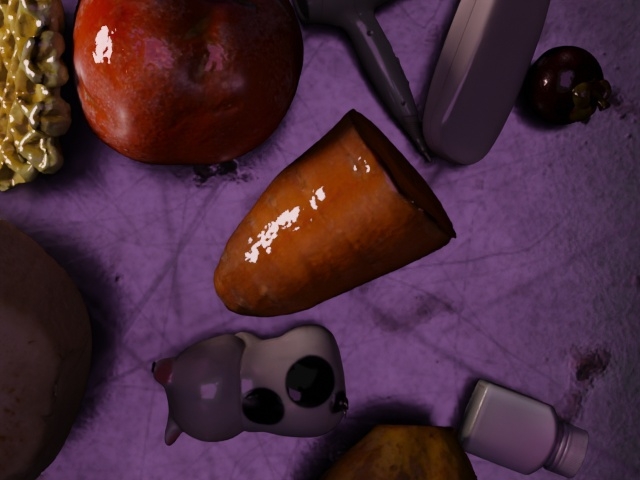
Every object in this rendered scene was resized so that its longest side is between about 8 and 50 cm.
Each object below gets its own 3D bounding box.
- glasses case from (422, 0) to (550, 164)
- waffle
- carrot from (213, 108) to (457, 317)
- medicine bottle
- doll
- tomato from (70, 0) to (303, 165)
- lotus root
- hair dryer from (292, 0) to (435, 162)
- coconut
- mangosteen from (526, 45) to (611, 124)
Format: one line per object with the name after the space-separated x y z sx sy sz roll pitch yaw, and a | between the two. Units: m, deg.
0.167 -0.188 1.101 0.092 0.059 0.233 22 88 -43 | glasses case
-0.285 -0.159 1.038 0.054 0.204 0.223 -1 86 -37 | waffle
0.000 0.000 1.069 0.225 0.159 0.159 -39 91 7 | carrot
0.203 0.193 1.112 0.118 0.055 0.074 20 87 -1 | medicine bottle
-0.063 0.141 1.077 0.181 0.107 0.110 -2 110 3 | doll
-0.125 -0.169 1.031 0.232 0.232 0.188 32 128 -2 | tomato
0.053 0.305 1.043 0.193 0.193 0.290 19 88 -2 | lotus root
0.096 -0.198 1.120 0.206 0.075 0.237 -18 98 -9 | hair dryer
-0.365 0.096 0.980 0.323 0.323 0.322 0 89 -3 | coconut
0.246 -0.155 1.109 0.081 0.081 0.080 0 89 -3 | mangosteen
